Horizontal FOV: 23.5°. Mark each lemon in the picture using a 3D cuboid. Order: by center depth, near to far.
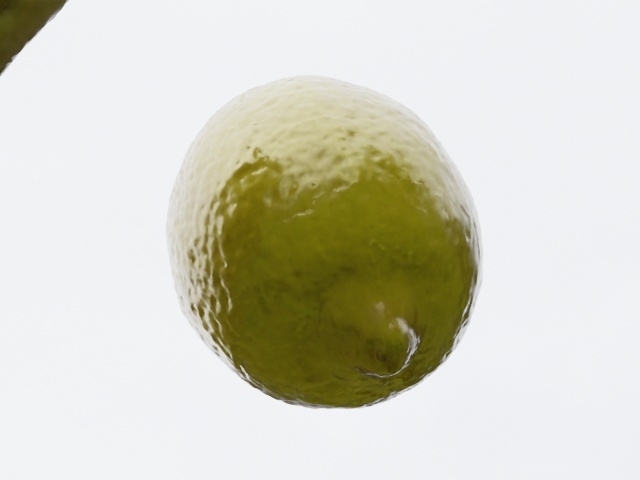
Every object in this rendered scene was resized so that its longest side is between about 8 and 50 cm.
[{"bbox_3d":[0.000,0.000,0.898,0.187,0.244,0.187,-10,-52,-13],"label":"lemon"}]

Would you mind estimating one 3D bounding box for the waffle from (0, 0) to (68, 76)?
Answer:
[{"bbox_3d":[-0.294,-0.113,0.760,0.376,0.261,0.114,-49,-30,-3],"label":"waffle"}]
